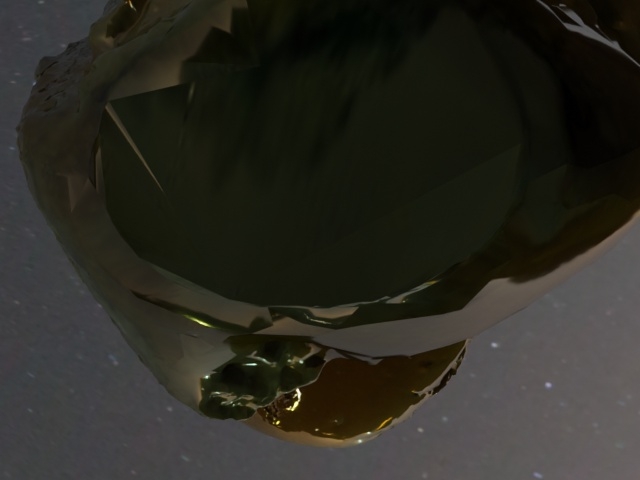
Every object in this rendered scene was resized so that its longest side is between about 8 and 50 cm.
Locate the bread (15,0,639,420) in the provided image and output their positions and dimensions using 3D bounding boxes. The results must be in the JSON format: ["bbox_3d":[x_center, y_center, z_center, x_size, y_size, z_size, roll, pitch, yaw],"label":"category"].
[{"bbox_3d":[-0.013,-0.057,0.613,0.395,0.264,0.239,-33,-72,24],"label":"bread"}]

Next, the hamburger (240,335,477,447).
[{"bbox_3d":[0.006,-0.002,0.903,0.174,0.284,0.305,-19,-34,-56],"label":"hamburger"}]
